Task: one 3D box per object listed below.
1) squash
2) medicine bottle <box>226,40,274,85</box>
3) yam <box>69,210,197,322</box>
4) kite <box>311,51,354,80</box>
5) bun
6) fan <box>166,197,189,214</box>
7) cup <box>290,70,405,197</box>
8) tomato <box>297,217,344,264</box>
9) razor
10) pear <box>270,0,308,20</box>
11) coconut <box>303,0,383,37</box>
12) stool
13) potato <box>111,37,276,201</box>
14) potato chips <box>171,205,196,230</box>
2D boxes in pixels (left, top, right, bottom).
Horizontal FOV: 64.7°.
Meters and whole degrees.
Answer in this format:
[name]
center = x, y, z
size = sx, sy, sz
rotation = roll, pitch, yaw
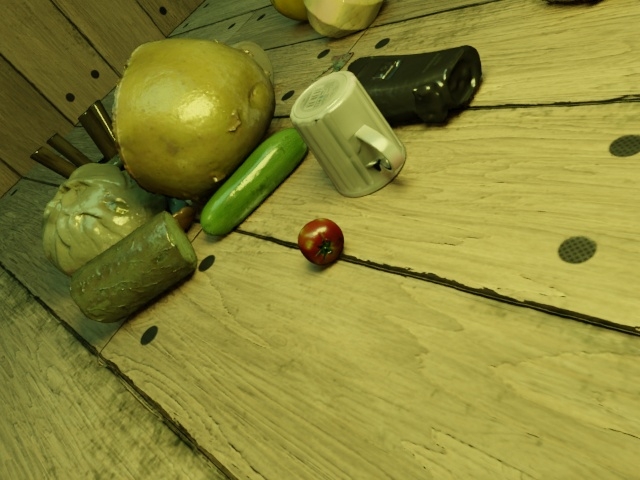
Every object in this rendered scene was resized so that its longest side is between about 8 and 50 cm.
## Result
[squash]
center = -0.144, -0.156, 1.201
size = 0.379, 0.101, 0.101
rotation = -45, 37, -11
[medicine bottle]
center = -0.346, -0.520, 1.657
size = 0.384, 0.224, 0.224
rotation = 6, 55, 43
[yam]
center = -0.413, 0.062, 1.151
size = 0.268, 0.161, 0.161
rotation = -34, 37, 8
[kite]
center = 0.037, -0.524, 1.511
size = 0.152, 0.005, 0.137
rotation = -25, 36, 19
[bun]
center = -0.613, -0.077, 1.402
size = 0.364, 0.219, 0.365
rotation = -15, 49, 18
[fan]
center = -0.446, -0.123, 1.489
size = 0.057, 0.023, 0.282
rotation = -52, 37, -3
[cup]
center = 0.072, -0.211, 0.985
size = 0.221, 0.202, 0.167
rotation = -2, 52, 41
[tomato]
center = 0.000, 0.000, 0.923
size = 0.087, 0.087, 0.075
rotation = -40, 33, -1
[razor]
center = 0.176, -0.337, 1.107
size = 0.326, 0.107, 0.189
rotation = 13, 60, 46
[pear]
center = -0.038, -0.946, 1.812
size = 0.336, 0.285, 0.284
rotation = -40, 33, -27
[coconut]
center = 0.075, -0.757, 1.546
size = 0.259, 0.259, 0.259
rotation = -23, 39, 20
[stool]
center = -0.860, -0.335, 1.875
size = 0.310, 0.226, 0.310
rotation = -38, 28, 4
[potato]
center = -0.271, -0.300, 1.268
size = 0.319, 0.385, 0.442
rotation = -2, 48, 14
[potato chips]
center = -0.389, -0.013, 1.274
size = 0.201, 0.049, 0.150
rotation = -41, 2, 11
